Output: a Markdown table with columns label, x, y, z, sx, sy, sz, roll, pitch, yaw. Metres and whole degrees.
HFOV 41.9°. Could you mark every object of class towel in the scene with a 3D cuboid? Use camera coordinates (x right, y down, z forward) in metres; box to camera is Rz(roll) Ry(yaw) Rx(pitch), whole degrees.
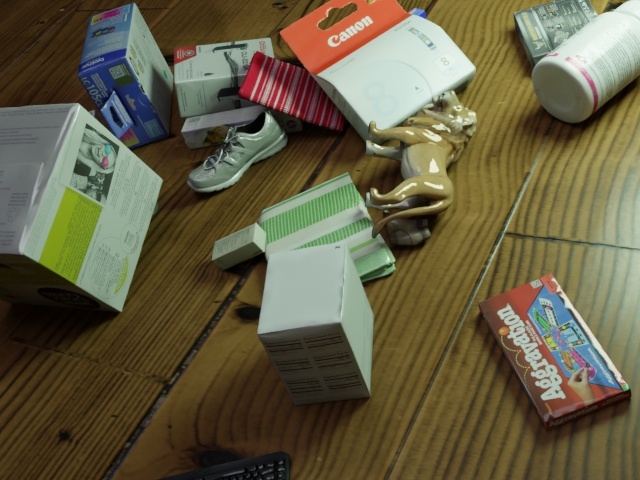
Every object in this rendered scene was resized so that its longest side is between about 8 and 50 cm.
| label | x | y | z | sx | sy | sz | roll | pitch | yaw |
| --- | --- | --- | --- | --- | --- | --- | --- | --- | --- |
| towel | -0.058 | -0.375 | 2.093 | 0.274 | 0.031 | 0.199 | 19 | 45 | -3 |
| towel | 0.000 | 0.000 | 1.768 | 0.247 | 0.038 | 0.325 | -23 | 42 | 1 |

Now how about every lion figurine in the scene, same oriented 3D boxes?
| label | x | y | z | sx | sy | sz | roll | pitch | yaw |
| --- | --- | --- | --- | --- | --- | --- | --- | --- | --- |
| lion figurine | 0.217 | -0.152 | 1.763 | 0.240 | 0.142 | 0.392 | 5 | 54 | -1 |

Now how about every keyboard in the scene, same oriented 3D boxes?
| label | x | y | z | sx | sy | sz | roll | pitch | yaw |
| --- | --- | --- | --- | --- | --- | --- | --- | --- | --- |
| keyboard | -0.199 | 0.456 | 1.364 | 0.317 | 0.033 | 0.202 | -16 | 41 | 9 |

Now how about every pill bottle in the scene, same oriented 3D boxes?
| label | x | y | z | sx | sy | sz | roll | pitch | yaw |
| --- | --- | --- | --- | --- | --- | --- | --- | --- | --- |
| pill bottle | 0.613 | -0.395 | 1.822 | 0.283 | 0.160 | 0.160 | -38 | 43 | -17 |

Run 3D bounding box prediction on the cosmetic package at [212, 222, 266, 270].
| label | x | y | z | sx | sy | sz | roll | pitch | yaw |
| --- | --- | --- | --- | --- | --- | --- | --- | --- | --- |
| cosmetic package | -0.175 | 0.014 | 1.801 | 0.115 | 0.041 | 0.060 | -22 | 40 | 26 |

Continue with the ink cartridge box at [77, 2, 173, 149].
| label | x | y | z | sx | sy | sz | roll | pitch | yaw |
| --- | --- | --- | --- | --- | --- | --- | --- | --- | --- |
| ink cartridge box | -0.530 | -0.438 | 2.300 | 0.151 | 0.270 | 0.396 | -19 | 40 | 7 |

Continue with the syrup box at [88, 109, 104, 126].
| label | x | y | z | sx | sy | sz | roll | pitch | yaw |
| --- | --- | --- | --- | --- | --- | --- | --- | --- | --- |
| syrup box | -0.646 | -0.246 | 2.278 | 0.093 | 0.096 | 0.237 | -18 | 40 | 5 |

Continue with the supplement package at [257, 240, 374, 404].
| label | x | y | z | sx | sy | sz | roll | pitch | yaw |
| --- | --- | --- | --- | --- | --- | --- | --- | --- | --- |
| supplement package | -0.002 | 0.148 | 1.477 | 0.149 | 0.203 | 0.194 | -10 | 41 | 14 |

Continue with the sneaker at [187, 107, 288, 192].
| label | x | y | z | sx | sy | sz | roll | pitch | yaw |
| --- | --- | --- | --- | --- | --- | --- | --- | --- | --- |
| sneaker | -0.217 | -0.224 | 2.045 | 0.281 | 0.115 | 0.105 | -38 | 43 | -17 |

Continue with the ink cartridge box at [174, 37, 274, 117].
| label | x | y | z | sx | sy | sz | roll | pitch | yaw |
| --- | --- | --- | --- | --- | --- | --- | --- | --- | --- |
| ink cartridge box | -0.251 | -0.441 | 2.251 | 0.272 | 0.114 | 0.197 | -7 | 41 | -5 |

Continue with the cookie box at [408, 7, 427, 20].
| label | x | y | z | sx | sy | sz | roll | pitch | yaw |
| --- | --- | --- | --- | --- | --- | --- | --- | --- | --- |
| cookie box | 0.242 | -0.535 | 2.183 | 0.092 | 0.107 | 0.040 | -41 | 44 | -21 |

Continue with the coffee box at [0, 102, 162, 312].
| label | x | y | z | sx | sy | sz | roll | pitch | yaw |
| --- | --- | --- | --- | --- | --- | --- | --- | --- | --- |
| coffee box | -0.604 | -0.060 | 1.811 | 0.337 | 0.334 | 0.338 | 2 | 67 | 25 |

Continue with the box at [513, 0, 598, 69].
| label | x | y | z | sx | sy | sz | roll | pitch | yaw |
| --- | --- | --- | --- | --- | --- | --- | --- | --- | --- |
| box | 0.585 | -0.505 | 2.035 | 0.183 | 0.056 | 0.231 | -15 | 41 | 10 |

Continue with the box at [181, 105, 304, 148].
| label | x | y | z | sx | sy | sz | roll | pitch | yaw |
| --- | --- | --- | --- | --- | --- | --- | --- | --- | --- |
| box | -0.200 | -0.300 | 2.160 | 0.323 | 0.063 | 0.067 | -8 | 43 | 17 |

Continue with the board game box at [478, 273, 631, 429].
| label | x | y | z | sx | sy | sz | roll | pitch | yaw |
| --- | --- | --- | --- | --- | --- | --- | --- | --- | --- |
| board game box | 0.384 | 0.179 | 1.406 | 0.145 | 0.027 | 0.281 | -23 | 40 | 2 |

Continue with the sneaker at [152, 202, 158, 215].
| label | x | y | z | sx | sy | sz | roll | pitch | yaw |
| --- | --- | --- | --- | --- | --- | --- | --- | --- | --- |
| sneaker | -0.475 | -0.157 | 2.081 | 0.087 | 0.130 | 0.227 | -25 | 38 | -6 |

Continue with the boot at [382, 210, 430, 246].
| label | x | y | z | sx | sy | sz | roll | pitch | yaw |
| --- | --- | --- | --- | --- | --- | --- | --- | --- | --- |
| boot | 0.178 | -0.030 | 1.720 | 0.086 | 0.042 | 0.118 | -12 | 42 | 2 |

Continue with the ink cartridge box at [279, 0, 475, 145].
| label | x | y | z | sx | sy | sz | roll | pitch | yaw |
| --- | --- | --- | --- | --- | --- | --- | --- | --- | --- |
| ink cartridge box | 0.134 | -0.454 | 2.008 | 0.308 | 0.091 | 0.385 | -35 | 79 | -13 |
